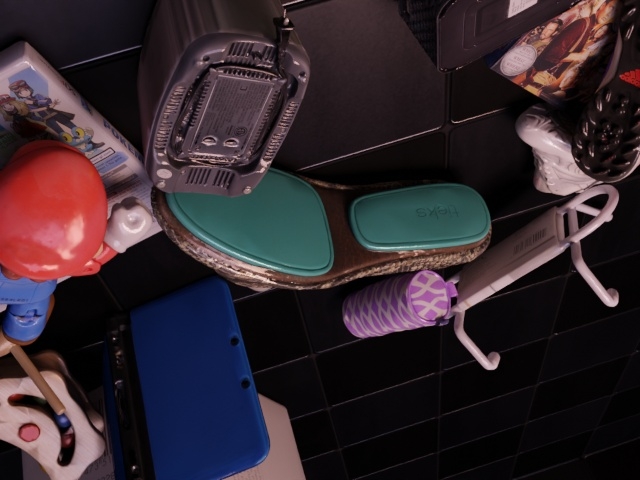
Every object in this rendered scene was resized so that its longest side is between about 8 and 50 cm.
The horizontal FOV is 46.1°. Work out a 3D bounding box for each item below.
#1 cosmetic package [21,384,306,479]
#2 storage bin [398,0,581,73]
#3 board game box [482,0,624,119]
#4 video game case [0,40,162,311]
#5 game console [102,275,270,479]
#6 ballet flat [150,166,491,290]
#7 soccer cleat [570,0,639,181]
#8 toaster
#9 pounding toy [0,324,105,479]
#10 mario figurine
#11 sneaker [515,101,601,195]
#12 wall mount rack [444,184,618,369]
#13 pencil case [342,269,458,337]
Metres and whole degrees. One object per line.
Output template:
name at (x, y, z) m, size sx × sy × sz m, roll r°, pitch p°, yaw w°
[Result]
cosmetic package at (-0.243, 0.445, 1.296) m, size 0.329 × 0.327 × 0.393 m, roll -29°, pitch 145°, yaw 13°
storage bin at (0.171, -0.258, 0.727) m, size 0.180 × 0.084 × 0.122 m, roll -28°, pitch 158°, yaw -1°
board game box at (0.327, -0.235, 0.905) m, size 0.243 × 0.042 × 0.165 m, roll 15°, pitch 132°, yaw -39°
video game case at (-0.363, -0.041, 0.843) m, size 0.329 × 0.036 × 0.300 m, roll -26°, pitch 145°, yaw 10°
game console at (-0.205, 0.239, 1.068) m, size 0.173 × 0.293 × 0.250 m, roll -4°, pitch 142°, yaw -21°
ballet flat at (0.000, 0.000, 0.984) m, size 0.482 × 0.164 × 0.182 m, roll 0°, pitch 155°, yaw -29°
soccer cleat at (0.392, -0.215, 0.858) m, size 0.116 × 0.108 × 0.318 m, roll -31°, pitch 146°, yaw -41°
toaster at (-0.099, -0.159, 0.713) m, size 0.129 × 0.146 × 0.227 m, roll 1°, pitch 141°, yaw -28°
pounding toy at (-0.421, 0.253, 1.066) m, size 0.154 × 0.155 × 0.269 m, roll -29°, pitch 112°, yaw -7°
mario figurine at (-0.315, -0.008, 0.809) m, size 0.198 × 0.170 × 0.320 m, roll -37°, pitch 176°, yaw -46°
sneaker at (0.331, -0.110, 1.039) m, size 0.232 × 0.090 × 0.115 m, roll 17°, pitch 135°, yaw -39°
wall mount rack at (0.325, 0.040, 1.149) m, size 0.350 × 0.304 × 0.130 m, roll -36°, pitch 103°, yaw 30°
pencil case at (0.115, 0.098, 1.154) m, size 0.088 × 0.086 × 0.206 m, roll -22°, pitch -179°, yaw -33°
